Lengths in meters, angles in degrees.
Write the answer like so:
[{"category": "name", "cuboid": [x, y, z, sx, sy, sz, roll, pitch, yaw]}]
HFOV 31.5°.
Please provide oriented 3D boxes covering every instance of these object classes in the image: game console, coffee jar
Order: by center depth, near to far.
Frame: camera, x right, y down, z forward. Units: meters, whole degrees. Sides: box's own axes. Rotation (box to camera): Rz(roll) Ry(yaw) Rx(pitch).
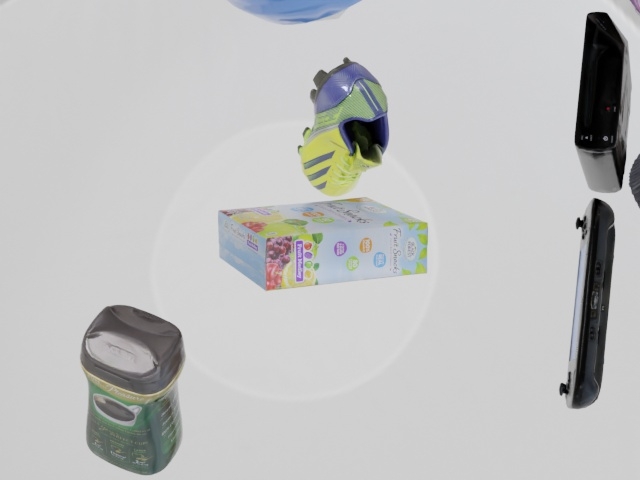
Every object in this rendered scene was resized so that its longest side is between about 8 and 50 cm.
[{"category": "game console", "cuboid": [0.261, -0.020, 1.084, 0.213, 0.044, 0.361, 28, -112, -71]}, {"category": "coffee jar", "cuboid": [-0.182, 0.146, 1.106, 0.096, 0.079, 0.184, 22, 139, 10]}]

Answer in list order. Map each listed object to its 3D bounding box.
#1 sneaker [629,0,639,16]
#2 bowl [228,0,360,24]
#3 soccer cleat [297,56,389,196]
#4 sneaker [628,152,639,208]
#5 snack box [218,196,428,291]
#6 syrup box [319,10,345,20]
[{"category": "sneaker", "cuboid": [0.211, -0.268, 0.889, 0.102, 0.161, 0.282, -51, 50, 45]}, {"category": "bowl", "cuboid": [0.021, -0.323, 0.669, 0.077, 0.391, 0.391, 22, -154, -32]}, {"category": "soccer cleat", "cuboid": [0.037, -0.123, 1.528, 0.121, 0.093, 0.289, 52, 161, 22]}, {"category": "sneaker", "cuboid": [0.455, 0.040, 1.285, 0.131, 0.112, 0.319, 21, -129, -53]}, {"category": "snack box", "cuboid": [0.000, 0.000, 1.370, 0.174, 0.207, 0.070, -152, 61, -63]}, {"category": "syrup box", "cuboid": [-0.031, -0.423, 1.549, 0.096, 0.093, 0.237, -38, 68, 58]}]
